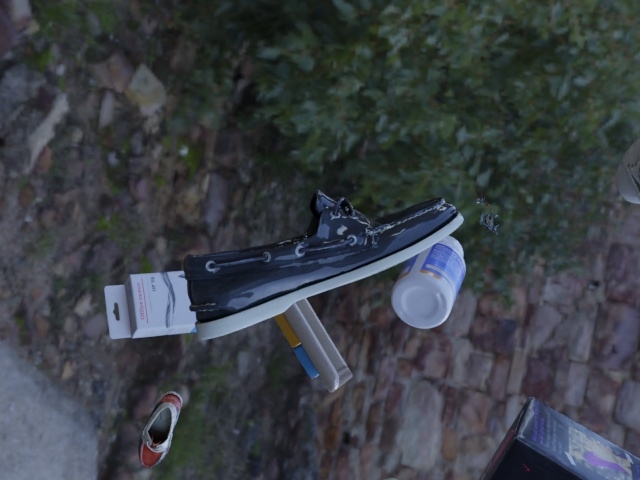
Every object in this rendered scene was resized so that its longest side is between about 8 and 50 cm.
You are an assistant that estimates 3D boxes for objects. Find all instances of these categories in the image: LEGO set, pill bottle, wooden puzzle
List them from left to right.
[{"bbox_3d":[-0.030,0.128,1.398,0.221,0.044,0.238,59,2,7],"label":"wooden puzzle"},{"bbox_3d":[0.283,0.092,2.321,0.272,0.152,0.152,-53,150,-57],"label":"pill bottle"},{"bbox_3d":[0.343,-0.049,1.912,0.054,0.023,0.083,-1,72,-36],"label":"LEGO set"}]

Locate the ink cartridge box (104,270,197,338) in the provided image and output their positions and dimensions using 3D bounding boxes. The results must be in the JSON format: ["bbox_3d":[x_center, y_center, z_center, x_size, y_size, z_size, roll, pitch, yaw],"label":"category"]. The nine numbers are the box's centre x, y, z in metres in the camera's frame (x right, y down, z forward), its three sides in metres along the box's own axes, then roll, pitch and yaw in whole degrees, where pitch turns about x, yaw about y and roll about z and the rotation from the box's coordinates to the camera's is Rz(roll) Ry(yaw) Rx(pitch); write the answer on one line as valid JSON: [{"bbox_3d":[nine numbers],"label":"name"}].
[{"bbox_3d":[-0.288,0.114,1.645,0.060,0.180,0.104,138,-56,-60],"label":"ink cartridge box"}]

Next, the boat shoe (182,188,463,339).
[{"bbox_3d":[-0.001,0.000,1.066,0.127,0.340,0.113,-160,-132,-84],"label":"boat shoe"}]

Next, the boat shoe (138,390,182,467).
[{"bbox_3d":[-0.246,0.294,1.394,0.043,0.049,0.137,-83,-164,-69],"label":"boat shoe"}]

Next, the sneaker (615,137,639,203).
[{"bbox_3d":[0.480,-0.103,1.313,0.106,0.123,0.290,63,-14,5],"label":"sneaker"}]

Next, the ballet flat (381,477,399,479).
[{"bbox_3d":[0.169,0.528,1.609,0.086,0.248,0.086,-31,148,-22],"label":"ballet flat"}]

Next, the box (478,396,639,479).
[{"bbox_3d":[0.337,0.352,1.163,0.165,0.270,0.143,-65,166,21],"label":"box"}]
